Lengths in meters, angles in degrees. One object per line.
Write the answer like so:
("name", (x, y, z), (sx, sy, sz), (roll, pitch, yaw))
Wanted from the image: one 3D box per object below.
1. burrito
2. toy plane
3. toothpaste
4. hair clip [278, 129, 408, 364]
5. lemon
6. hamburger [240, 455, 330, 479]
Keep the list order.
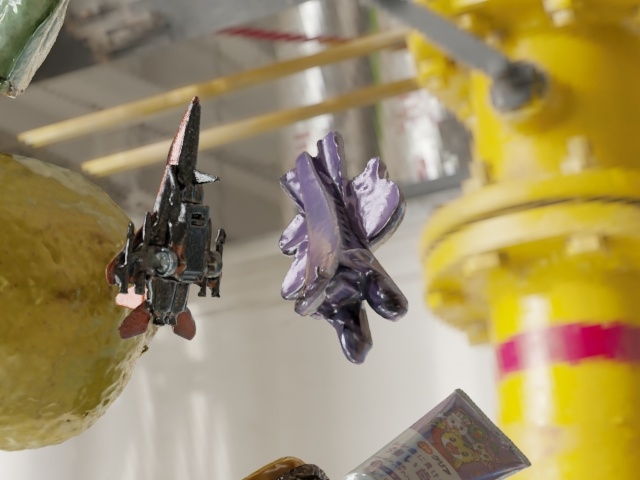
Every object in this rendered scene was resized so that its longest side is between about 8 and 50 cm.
("burrito", (-0.269, -0.253, 1.840), (0.089, 0.228, 0.144), (28, -175, -13))
("toy plane", (-0.107, -0.015, 1.456), (0.130, 0.061, 0.189), (5, -75, -50))
("toothpaste", (0.099, 0.232, 1.889), (0.114, 0.073, 0.299), (44, -142, 18))
("hair clip", (0.011, 0.009, 1.557), (0.090, 0.137, 0.278), (36, -159, -17))
("lemon", (-0.296, 0.050, 1.673), (0.322, 0.268, 0.268), (18, -123, -27))
("hamburger", (-0.054, 0.267, 1.692), (0.087, 0.166, 0.137), (57, -179, 29))
